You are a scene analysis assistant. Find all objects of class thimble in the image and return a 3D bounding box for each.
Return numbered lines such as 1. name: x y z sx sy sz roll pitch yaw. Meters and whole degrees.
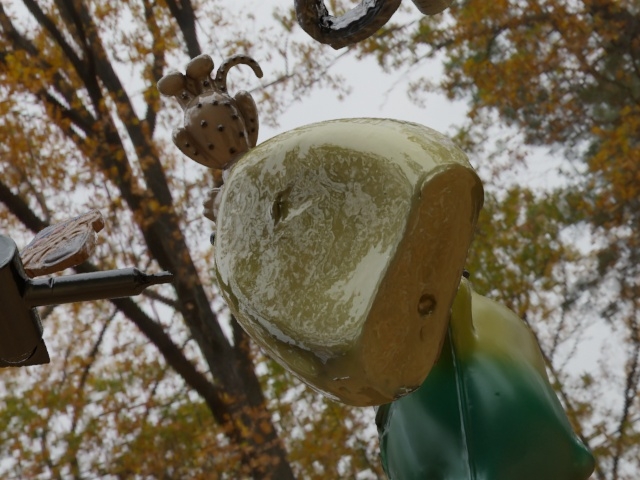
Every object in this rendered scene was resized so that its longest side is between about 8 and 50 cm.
1. thimble: 0.056 -0.501 1.741 0.205 0.172 0.236 20 -64 -7

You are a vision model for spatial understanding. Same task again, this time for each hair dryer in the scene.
1. hair dryer: -0.300 0.079 1.085 0.248 0.078 0.195 -5 -48 -3

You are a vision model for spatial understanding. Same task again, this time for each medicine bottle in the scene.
1. medicine bottle: 0.175 -0.461 1.542 0.080 0.080 0.130 -37 -46 15

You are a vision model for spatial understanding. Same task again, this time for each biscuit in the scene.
1. biscuit: -0.412 0.009 1.382 0.183 0.280 0.043 -40 -71 -17

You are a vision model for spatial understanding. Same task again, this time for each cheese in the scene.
1. cheese: 0.000 0.000 0.854 0.128 0.316 0.259 26 -93 -39

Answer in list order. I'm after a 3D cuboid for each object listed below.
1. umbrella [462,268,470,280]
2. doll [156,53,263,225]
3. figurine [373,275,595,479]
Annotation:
1. umbrella: 0.116 0.070 1.289 0.236 0.066 0.059 -14 -70 -36
2. doll: -0.112 -0.119 1.205 0.154 0.278 0.119 -23 1 -5
3. figurine: 0.171 0.207 0.968 0.231 0.340 0.323 -12 -48 13
